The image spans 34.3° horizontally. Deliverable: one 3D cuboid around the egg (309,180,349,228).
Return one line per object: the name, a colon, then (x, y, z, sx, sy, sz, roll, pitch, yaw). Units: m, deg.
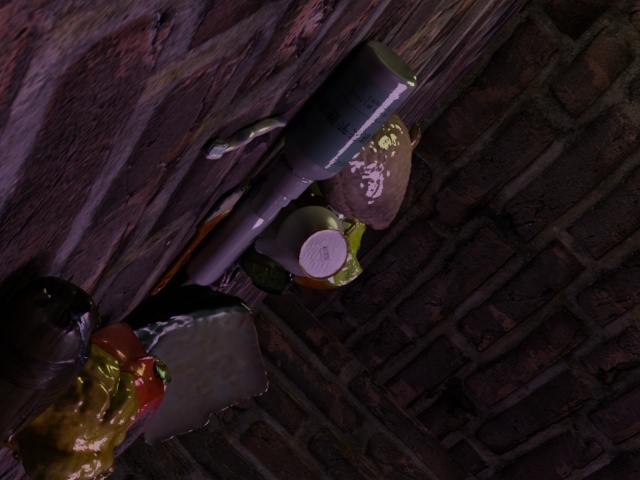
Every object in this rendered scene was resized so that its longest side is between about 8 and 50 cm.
egg: (0.004, -0.082, 2.323, 0.192, 0.149, 0.149, -62, 175, 5)

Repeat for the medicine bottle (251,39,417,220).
medicine bottle: (0.006, -0.166, 1.701, 0.352, 0.110, 0.110, -46, 176, 25)

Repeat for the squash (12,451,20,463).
squash: (-0.541, 0.391, 2.151, 0.318, 0.080, 0.071, -31, 127, -81)

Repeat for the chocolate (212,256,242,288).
chocolate: (-0.188, 0.054, 2.195, 0.329, 0.065, 0.102, 13, 99, -89)

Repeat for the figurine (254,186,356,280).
figurine: (-0.042, -0.023, 1.968, 0.189, 0.142, 0.263, -15, -153, -18)

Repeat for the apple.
apple: (0.000, 0.000, 2.503, 0.246, 0.246, 0.226, -45, 169, 1)

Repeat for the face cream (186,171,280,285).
face cream: (-0.129, -0.040, 1.871, 0.291, 0.071, 0.144, -45, -173, 24)

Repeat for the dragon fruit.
dragon fruit: (-0.376, 0.277, 1.732, 0.290, 0.189, 0.290, -45, 177, -3)

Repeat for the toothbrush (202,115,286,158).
toothbrush: (-0.098, -0.146, 1.438, 0.027, 0.021, 0.269, -41, 179, 25)

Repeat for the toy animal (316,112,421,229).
toy animal: (0.086, -0.161, 2.054, 0.358, 0.188, 0.226, 45, 57, -74)

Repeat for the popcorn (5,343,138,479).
popcorn: (-0.354, 0.239, 1.405, 0.200, 0.226, 0.203, 56, 34, -52)

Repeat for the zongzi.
zongzi: (-0.303, 0.097, 1.222, 0.221, 0.112, 0.242, -48, -177, 32)

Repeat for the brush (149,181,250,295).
brush: (-0.225, 0.007, 1.827, 0.314, 0.017, 0.090, -47, 173, 37)

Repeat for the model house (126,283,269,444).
model house: (-0.296, 0.226, 2.081, 0.298, 0.243, 0.284, -18, -165, -17)

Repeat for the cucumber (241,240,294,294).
cucumber: (-0.094, 0.044, 2.085, 0.193, 0.115, 0.086, -76, 163, -58)
